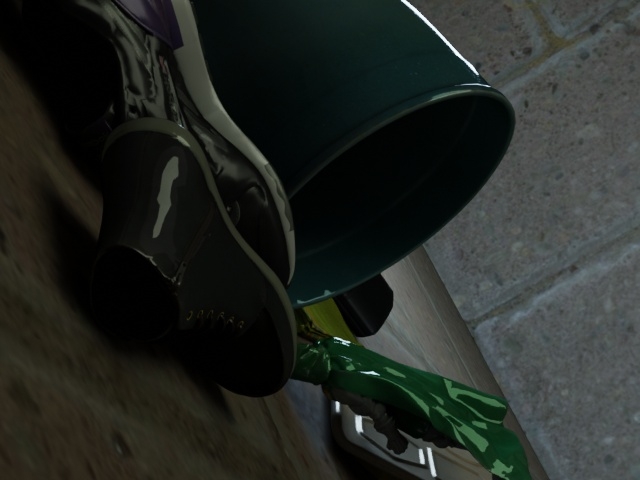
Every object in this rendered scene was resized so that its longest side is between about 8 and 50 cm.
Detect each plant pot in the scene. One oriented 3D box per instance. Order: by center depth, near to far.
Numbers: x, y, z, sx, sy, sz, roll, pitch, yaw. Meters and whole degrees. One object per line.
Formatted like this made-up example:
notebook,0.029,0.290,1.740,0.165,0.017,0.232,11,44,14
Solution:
plant pot,-0.019,-0.123,1.238,0.255,0.271,0.271,55,5,21

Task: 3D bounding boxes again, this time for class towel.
towel,-0.010,0.058,1.449,0.102,0.021,0.237,62,8,16

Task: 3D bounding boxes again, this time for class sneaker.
sneaker,-0.082,0.046,0.881,0.118,0.083,0.222,-83,153,-47
sneaker,-0.121,-0.062,1.005,0.124,0.107,0.283,-41,108,-55

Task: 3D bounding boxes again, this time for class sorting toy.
sorting toy,0.089,0.192,1.317,0.208,0.038,0.193,33,12,-8

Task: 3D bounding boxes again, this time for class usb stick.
usb stick,0.000,0.000,1.590,0.278,0.045,0.077,54,49,-37

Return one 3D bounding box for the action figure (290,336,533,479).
action figure,0.065,0.136,1.224,0.232,0.063,0.137,27,15,-25
